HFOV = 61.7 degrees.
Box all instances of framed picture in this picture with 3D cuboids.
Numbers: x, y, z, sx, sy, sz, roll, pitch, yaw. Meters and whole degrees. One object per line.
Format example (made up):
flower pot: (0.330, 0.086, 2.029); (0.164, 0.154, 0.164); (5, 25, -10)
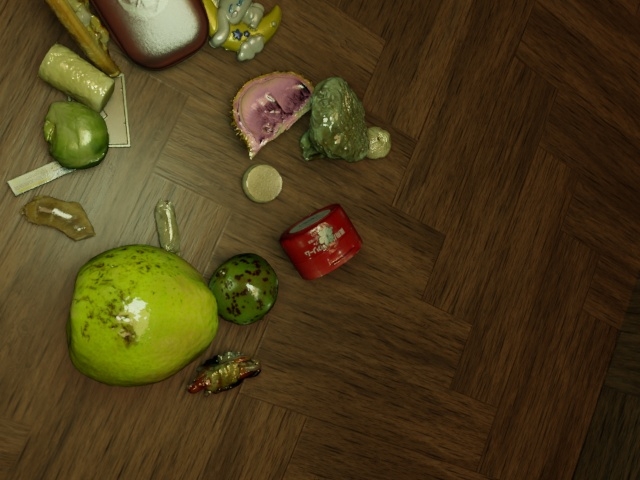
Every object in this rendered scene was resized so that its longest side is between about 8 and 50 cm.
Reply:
framed picture: (-0.602, -0.353, 1.456); (0.150, 0.015, 0.203); (-6, 95, -23)

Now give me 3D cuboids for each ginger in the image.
ginger: (-0.678, -0.060, 1.402); (0.190, 0.069, 0.095); (21, 108, -23)

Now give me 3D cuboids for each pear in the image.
pear: (-0.441, 0.191, 1.360); (0.391, 0.391, 0.391); (-1, 92, -24)

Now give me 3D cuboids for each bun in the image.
bun: (0.187, -0.322, 1.771); (0.115, 0.069, 0.115); (-1, 94, -24)

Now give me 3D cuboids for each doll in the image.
doll: (-0.237, -0.661, 1.555); (0.237, 0.111, 0.252); (34, 87, -19)

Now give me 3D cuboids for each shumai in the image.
shumai: (0.011, -0.340, 1.593); (0.260, 0.222, 0.225); (64, 38, -37)

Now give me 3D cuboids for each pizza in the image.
pizza: (-0.598, -0.553, 1.326); (0.089, 0.323, 0.223); (-31, 70, -4)

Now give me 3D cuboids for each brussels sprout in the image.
brussels sprout: (-0.618, -0.272, 1.376); (0.146, 0.131, 0.183); (-7, 82, -7)

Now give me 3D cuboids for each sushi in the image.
sushi: (-0.285, 0.382, 1.573); (0.226, 0.103, 0.097); (-19, 126, -25)

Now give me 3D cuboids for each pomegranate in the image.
pomegranate: (-0.205, 0.150, 1.553); (0.263, 0.211, 0.211); (43, 74, -44)

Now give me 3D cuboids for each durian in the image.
durian: (-0.155, -0.402, 1.604); (0.191, 0.112, 0.341); (47, 65, -8)

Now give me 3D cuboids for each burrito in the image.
burrito: (-0.431, -0.027, 1.523); (0.058, 0.045, 0.188); (-11, 94, -30)

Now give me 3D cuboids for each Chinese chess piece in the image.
Chinese chess piece: (-0.178, -0.174, 1.627); (0.122, 0.051, 0.122); (-1, 93, -25)

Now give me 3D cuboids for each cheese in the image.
cheese: (-0.620, -0.409, 1.369); (0.167, 0.123, 0.093); (34, 55, -18)

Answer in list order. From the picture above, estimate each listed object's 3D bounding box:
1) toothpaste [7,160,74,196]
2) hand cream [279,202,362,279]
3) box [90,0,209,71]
toothpaste: (-0.724, -0.167, 1.397); (0.164, 0.034, 0.046); (-30, 103, -20)
hand cream: (0.000, 0.000, 1.616); (0.230, 0.230, 0.149); (-35, 101, -19)
box: (-0.466, -0.654, 1.398); (0.263, 0.108, 0.404); (-29, 117, -2)
